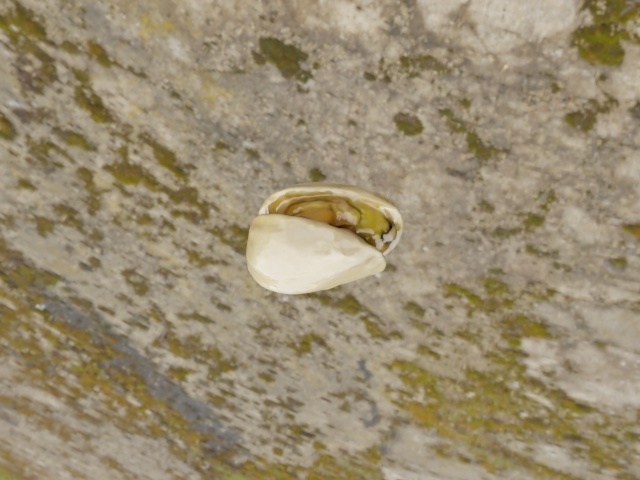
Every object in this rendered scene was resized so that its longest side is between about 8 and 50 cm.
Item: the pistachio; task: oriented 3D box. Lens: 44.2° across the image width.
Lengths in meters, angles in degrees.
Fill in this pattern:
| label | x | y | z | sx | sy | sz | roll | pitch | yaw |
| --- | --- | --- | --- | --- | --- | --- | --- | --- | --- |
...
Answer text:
| label | x | y | z | sx | sy | sz | roll | pitch | yaw |
| --- | --- | --- | --- | --- | --- | --- | --- | --- | --- |
| pistachio | 0.000 | 0.000 | 1.028 | 0.230 | 0.157 | 0.157 | -6 | 137 | 41 |
